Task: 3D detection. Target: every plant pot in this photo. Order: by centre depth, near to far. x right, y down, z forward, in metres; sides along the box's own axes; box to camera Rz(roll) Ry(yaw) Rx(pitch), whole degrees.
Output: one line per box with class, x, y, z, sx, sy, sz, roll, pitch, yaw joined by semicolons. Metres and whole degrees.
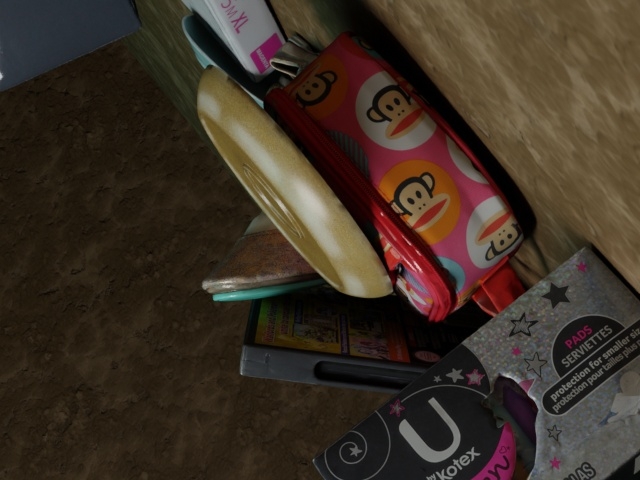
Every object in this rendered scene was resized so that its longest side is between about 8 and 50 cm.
plant pot;-0.029;-0.039;1.137;0.236;0.032;0.236;50;174;7

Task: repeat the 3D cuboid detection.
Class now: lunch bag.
lunch bag;0.074;-0.031;1.188;0.258;0.120;0.293;48;176;8

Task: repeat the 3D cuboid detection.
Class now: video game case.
video game case;0.055;0.093;1.334;0.275;0.248;0.035;-90;8;-80

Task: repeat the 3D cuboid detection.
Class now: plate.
plate;-0.083;-0.185;1.574;0.188;0.024;0.188;34;-162;-13

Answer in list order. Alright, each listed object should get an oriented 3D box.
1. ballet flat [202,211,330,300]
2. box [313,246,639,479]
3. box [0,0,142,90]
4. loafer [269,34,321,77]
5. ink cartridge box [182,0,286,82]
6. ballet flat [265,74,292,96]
ballet flat;0.000;0.000;1.385;0.316;0.108;0.106;-2;-97;-50
box;0.140;0.148;1.006;0.142;0.247;0.163;49;174;24
box;-0.359;-0.397;1.572;0.312;0.179;0.343;-112;-3;-61
loafer;-0.011;-0.166;1.398;0.045;0.039;0.125;57;174;-35
ink cartridge box;-0.160;-0.325;1.518;0.311;0.065;0.186;47;174;31
ballet flat;-0.010;-0.113;1.442;0.084;0.058;0.250;34;-177;12
